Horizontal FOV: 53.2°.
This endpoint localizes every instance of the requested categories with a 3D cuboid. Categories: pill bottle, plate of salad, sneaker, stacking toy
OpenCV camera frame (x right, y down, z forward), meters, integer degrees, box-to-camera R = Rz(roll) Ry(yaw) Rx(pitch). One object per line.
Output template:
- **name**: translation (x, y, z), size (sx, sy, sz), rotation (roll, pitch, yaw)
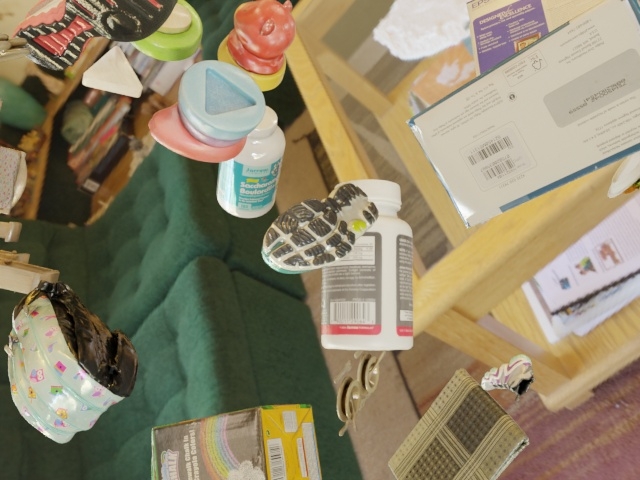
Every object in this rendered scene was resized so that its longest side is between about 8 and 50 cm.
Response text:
- **pill bottle**: translation (-0.162, -0.186, 1.482), size (0.264, 0.146, 0.146), rotation (105, 164, -49)
- **plate of salad**: translation (0.693, -0.166, 1.365), size (0.199, 0.048, 0.200), rotation (-52, -6, -8)
- **sneaker**: translation (-0.341, -0.370, 0.960), size (0.314, 0.116, 0.136), rotation (-8, 62, 30)
- **pill bottle**: translation (0.090, 0.050, 1.234), size (0.176, 0.176, 0.318), rotation (-9, 77, 48)
- **sneaker**: translation (0.000, 0.000, 0.982), size (0.107, 0.275, 0.110), rotation (48, 122, 10)
- **stacking toy**: translation (-0.187, -0.297, 0.992), size (0.130, 0.280, 0.308), rotation (-46, 22, 52)
- **sneaker**: translation (0.308, 0.237, 1.046), size (0.098, 0.038, 0.069), rotation (-46, 31, 32)

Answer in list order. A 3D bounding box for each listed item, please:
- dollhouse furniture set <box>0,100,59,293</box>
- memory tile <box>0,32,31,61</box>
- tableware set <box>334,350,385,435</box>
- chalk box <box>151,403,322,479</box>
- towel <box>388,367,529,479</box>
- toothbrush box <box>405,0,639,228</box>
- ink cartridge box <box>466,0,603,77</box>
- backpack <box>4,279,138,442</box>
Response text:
- **dollhouse furniture set**: translation (-0.607, -0.081, 1.327), size (0.303, 0.174, 0.355), rotation (-179, 103, -86)
- **memory tile**: translation (-0.302, -0.129, 0.474), size (0.148, 0.012, 0.113), rotation (-16, 13, -2)
- **tableware set**: translation (0.084, 0.292, 1.271), size (0.039, 0.194, 0.128), rotation (1, 107, 24)
- **chalk box**: translation (-0.122, 0.291, 0.809), size (0.213, 0.132, 0.132), rotation (-17, 70, 25)
- **towel**: translation (0.315, 0.502, 1.502), size (0.324, 0.056, 0.312), rotation (-54, 24, 5)
- **toothbrush box**: translation (0.257, -0.150, 0.658), size (0.216, 0.126, 0.295), rotation (-28, 5, 37)
- **ink cartridge box**: translation (0.459, -0.423, 1.278), size (0.304, 0.072, 0.307), rotation (-17, 50, 26)
- **backpack**: translation (-0.300, 0.149, 0.767), size (0.115, 0.152, 0.182), rotation (-46, 38, -1)
